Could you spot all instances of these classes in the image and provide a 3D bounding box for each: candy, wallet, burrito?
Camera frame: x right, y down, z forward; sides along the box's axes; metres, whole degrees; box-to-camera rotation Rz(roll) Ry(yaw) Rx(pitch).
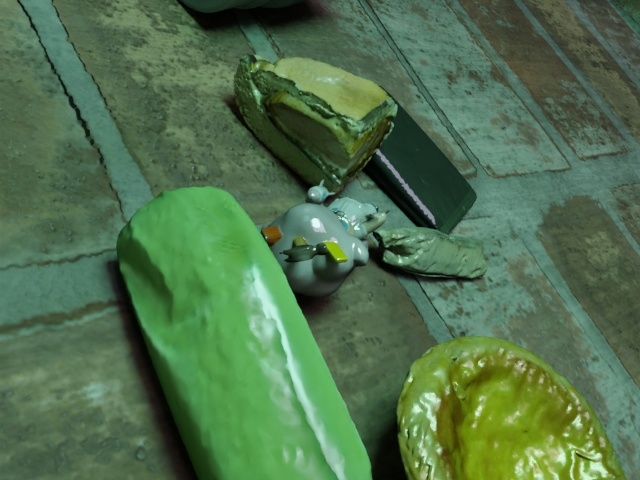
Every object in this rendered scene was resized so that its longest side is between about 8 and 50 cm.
[{"bbox_3d":[-0.077,0.110,0.669,0.132,0.142,0.344,-14,64,-30],"label":"candy"},{"bbox_3d":[0.132,-0.123,1.110,0.245,0.052,0.168,48,41,1],"label":"wallet"},{"bbox_3d":[0.159,0.015,1.007,0.229,0.063,0.058,7,15,-43],"label":"burrito"}]

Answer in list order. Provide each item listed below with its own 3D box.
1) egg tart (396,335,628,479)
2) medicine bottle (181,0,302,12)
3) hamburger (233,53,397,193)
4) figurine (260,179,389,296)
[{"bbox_3d":[0.192,0.258,0.765,0.319,0.128,0.319,19,47,-22],"label":"egg tart"},{"bbox_3d":[-0.081,-0.477,1.092,0.245,0.245,0.306,49,48,8],"label":"medicine bottle"},{"bbox_3d":[-0.013,-0.172,0.984,0.207,0.135,0.155,28,38,12],"label":"hamburger"},{"bbox_3d":[0.000,0.000,0.854,0.137,0.112,0.229,22,29,18],"label":"figurine"}]
